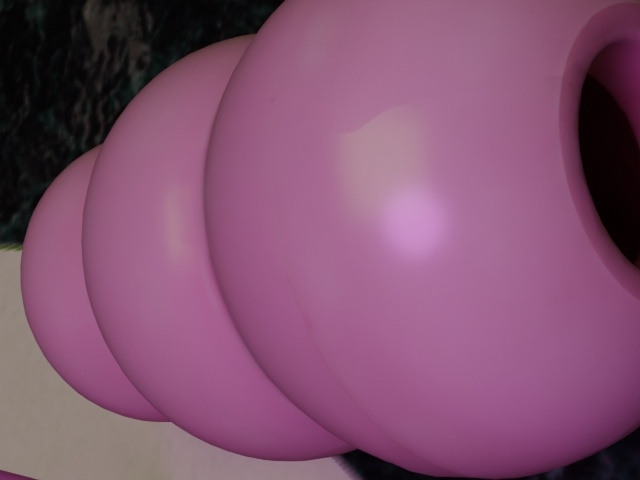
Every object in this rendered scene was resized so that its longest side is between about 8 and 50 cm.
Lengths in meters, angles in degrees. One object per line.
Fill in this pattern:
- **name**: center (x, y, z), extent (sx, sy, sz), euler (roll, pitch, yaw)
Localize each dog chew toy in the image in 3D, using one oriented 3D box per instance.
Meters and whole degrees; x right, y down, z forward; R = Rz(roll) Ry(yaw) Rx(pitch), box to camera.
- **dog chew toy**: center (0.000, 0.000, 0.693), extent (0.332, 0.207, 0.206), euler (-14, 66, 44)

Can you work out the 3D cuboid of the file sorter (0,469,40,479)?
- **file sorter**: center (-0.150, 0.260, 0.715), extent (0.182, 0.202, 0.290), euler (-31, 57, 24)
